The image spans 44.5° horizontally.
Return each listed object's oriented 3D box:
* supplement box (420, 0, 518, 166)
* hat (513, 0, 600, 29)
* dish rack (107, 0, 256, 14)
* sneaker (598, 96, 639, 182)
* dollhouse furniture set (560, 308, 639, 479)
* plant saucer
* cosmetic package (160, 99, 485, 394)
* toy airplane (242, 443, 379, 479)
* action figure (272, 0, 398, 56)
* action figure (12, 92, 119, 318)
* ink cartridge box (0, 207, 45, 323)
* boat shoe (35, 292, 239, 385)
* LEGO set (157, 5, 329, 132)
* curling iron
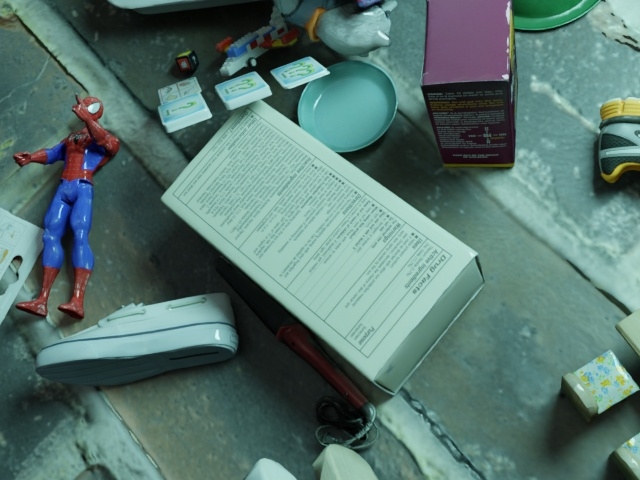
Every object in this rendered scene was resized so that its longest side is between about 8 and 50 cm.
[{"bbox_3d":[0.155,-0.157,0.789,0.081,0.188,0.104,1,72,16],"label":"supplement box"},{"bbox_3d":[0.217,-0.355,0.842,0.209,0.183,0.173,28,81,23],"label":"hat"},{"bbox_3d":[-0.132,-0.442,1.037,0.286,0.072,0.332,-2,71,16],"label":"dish rack"},{"bbox_3d":[0.378,-0.081,0.765,0.215,0.084,0.083,14,89,24],"label":"sneaker"},{"bbox_3d":[0.353,0.143,0.642,0.212,0.161,0.242,-34,66,3],"label":"dollhouse furniture set"},{"bbox_3d":[0.033,-0.153,0.916,0.119,0.021,0.119,-5,69,15],"label":"plant saucer"},{"bbox_3d":[0.000,0.000,0.823,0.309,0.113,0.160,39,86,23],"label":"cosmetic package"},{"bbox_3d":[0.088,0.306,0.550,0.385,0.386,0.272,25,106,22],"label":"toy airplane"},{"bbox_3d":[0.006,-0.363,0.888,0.179,0.341,0.330,-22,91,47],"label":"action figure"},{"bbox_3d":[-0.311,-0.061,0.927,0.092,0.139,0.280,1,69,15],"label":"action figure"},{"bbox_3d":[-0.449,0.018,0.999,0.179,0.045,0.145,25,79,4],"label":"ink cartridge box"},{"bbox_3d":[-0.201,0.108,0.873,0.226,0.083,0.075,-7,58,2],"label":"boat shoe"},{"bbox_3d":[-0.108,-0.207,0.900,0.183,0.060,0.244,-21,28,-5],"label":"LEGO set"},{"bbox_3d":[-0.037,0.112,0.836,0.068,0.035,0.274,-41,66,0],"label":"curling iron"}]
